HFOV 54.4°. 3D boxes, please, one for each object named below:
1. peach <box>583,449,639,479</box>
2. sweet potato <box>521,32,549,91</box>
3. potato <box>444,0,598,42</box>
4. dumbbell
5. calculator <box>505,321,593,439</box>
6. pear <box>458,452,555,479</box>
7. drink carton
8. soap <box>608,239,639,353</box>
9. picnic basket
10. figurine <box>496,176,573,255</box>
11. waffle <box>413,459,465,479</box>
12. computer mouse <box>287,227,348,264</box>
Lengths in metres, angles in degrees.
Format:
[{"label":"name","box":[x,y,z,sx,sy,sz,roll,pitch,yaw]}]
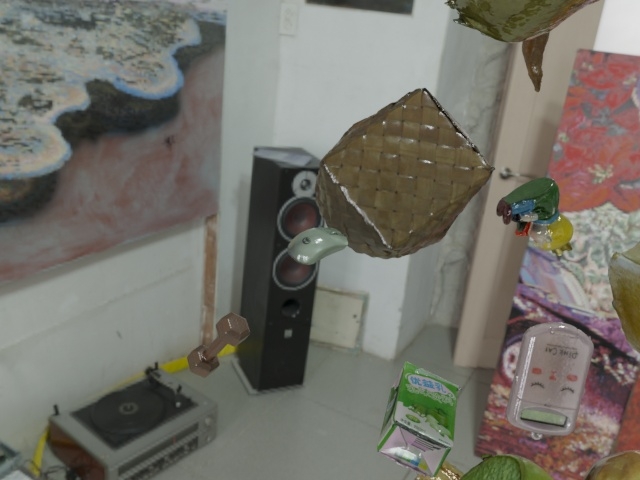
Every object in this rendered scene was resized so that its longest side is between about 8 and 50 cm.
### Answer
[{"label":"peach","box":[0.517,0.430,1.005,0.184,0.184,0.184,6,20,-2]},{"label":"sweet potato","box":[0.446,-0.421,1.292,0.068,0.226,0.068,-18,24,9]},{"label":"potato","box":[0.239,-0.358,0.580,0.219,0.270,0.359,27,-24,-4]},{"label":"dumbbell","box":[-0.287,0.293,1.732,0.082,0.231,0.092,10,46,-40]},{"label":"calculator","box":[0.325,0.201,0.887,0.100,0.175,0.032,10,6,0]},{"label":"pear","box":[0.386,0.599,1.181,0.318,0.342,0.238,39,23,4]},{"label":"drink carton","box":[0.249,0.435,1.536,0.161,0.108,0.271,25,26,3]},{"label":"soap","box":[0.458,0.113,0.688,0.089,0.173,0.274,-31,26,-6]},{"label":"picnic basket","box":[0.149,-0.109,1.287,0.293,0.337,0.337,52,34,8]},{"label":"figurine","box":[0.589,-0.042,1.698,0.185,0.234,0.127,-29,37,-5]},{"label":"waffle","box":[0.373,0.740,1.553,0.376,0.261,0.114,31,18,18]},{"label":"computer mouse","box":[0.000,0.000,0.974,0.110,0.032,0.056,-22,51,-35]}]
